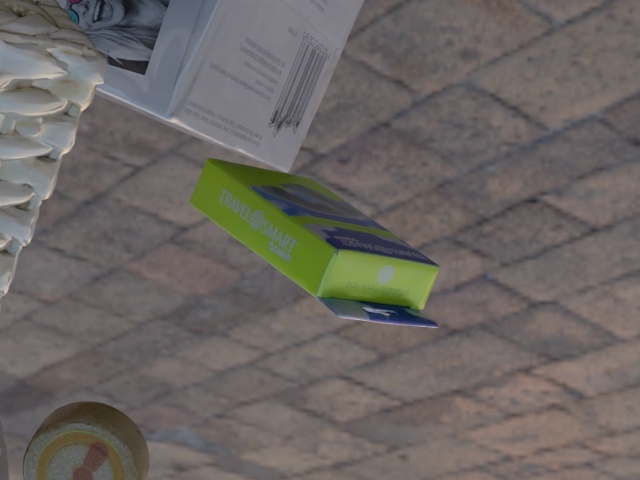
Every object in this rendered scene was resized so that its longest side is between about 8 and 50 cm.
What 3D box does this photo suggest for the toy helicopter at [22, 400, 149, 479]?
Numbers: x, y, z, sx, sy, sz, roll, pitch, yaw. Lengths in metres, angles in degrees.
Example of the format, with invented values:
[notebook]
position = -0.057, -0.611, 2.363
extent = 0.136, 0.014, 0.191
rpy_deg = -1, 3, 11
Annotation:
[toy helicopter]
position = -0.178, 0.283, 0.914
extent = 0.235, 0.355, 0.140
rpy_deg = 2, -167, 6

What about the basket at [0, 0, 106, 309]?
[basket]
position = -0.348, -0.058, 0.685
extent = 0.331, 0.266, 0.328
rpy_deg = 5, 121, -45

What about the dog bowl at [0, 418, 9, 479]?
[dog bowl]
position = -0.402, 0.194, 1.046
extent = 0.349, 0.348, 0.102
rpy_deg = -6, 175, 23

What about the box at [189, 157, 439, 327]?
[box]
position = 0.000, 0.000, 0.920
extent = 0.109, 0.042, 0.178
rpy_deg = 9, -160, -45

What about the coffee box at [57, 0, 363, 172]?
[coffee box]
position = -0.153, -0.296, 1.226
extent = 0.334, 0.338, 0.337
rpy_deg = 24, -179, 16
